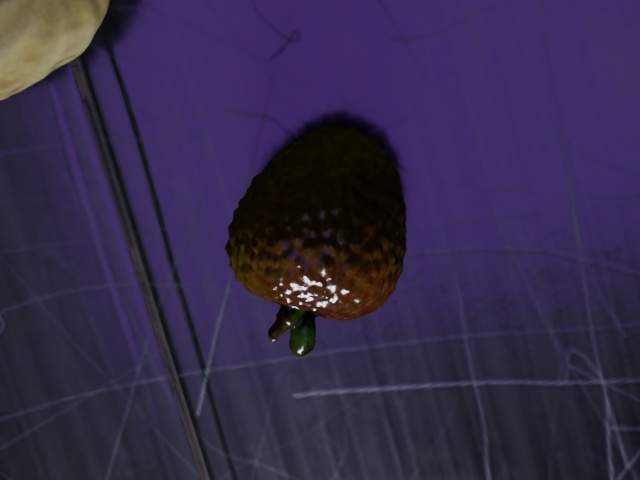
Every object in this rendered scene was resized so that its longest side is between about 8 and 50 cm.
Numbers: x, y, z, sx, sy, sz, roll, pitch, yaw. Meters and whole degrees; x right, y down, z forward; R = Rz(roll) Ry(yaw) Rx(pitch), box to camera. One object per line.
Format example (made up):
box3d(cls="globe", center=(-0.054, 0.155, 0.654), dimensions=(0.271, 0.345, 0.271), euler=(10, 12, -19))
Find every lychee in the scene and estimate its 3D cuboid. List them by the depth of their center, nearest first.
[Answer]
box3d(cls="lychee", center=(0.000, 0.000, 0.789), dimensions=(0.114, 0.114, 0.146), euler=(20, 85, -1))

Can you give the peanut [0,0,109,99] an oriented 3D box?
box3d(cls="peanut", center=(-0.271, -0.127, 0.771), dimensions=(0.290, 0.130, 0.130), euler=(-17, 101, 9))
